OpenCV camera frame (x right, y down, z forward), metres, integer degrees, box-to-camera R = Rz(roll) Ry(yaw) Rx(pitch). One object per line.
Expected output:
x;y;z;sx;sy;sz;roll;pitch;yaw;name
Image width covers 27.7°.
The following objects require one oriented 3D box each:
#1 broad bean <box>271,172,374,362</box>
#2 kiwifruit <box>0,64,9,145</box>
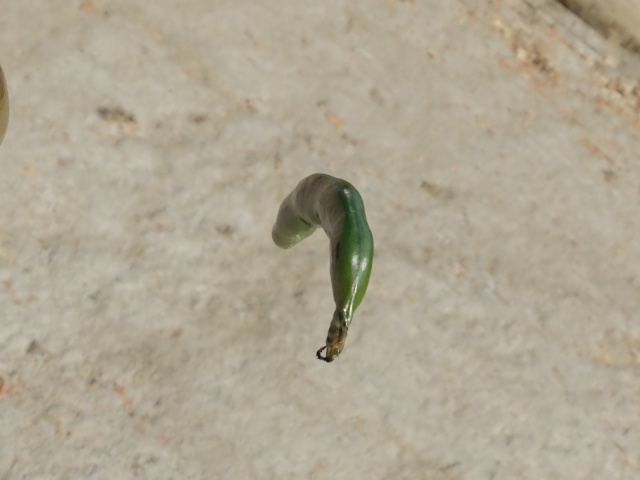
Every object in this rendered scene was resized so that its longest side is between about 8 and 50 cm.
0.000;0.000;1.350;0.049;0.144;0.292;16;21;-20;broad bean
-0.430;-0.156;1.381;0.196;0.234;0.196;-2;63;5;kiwifruit
